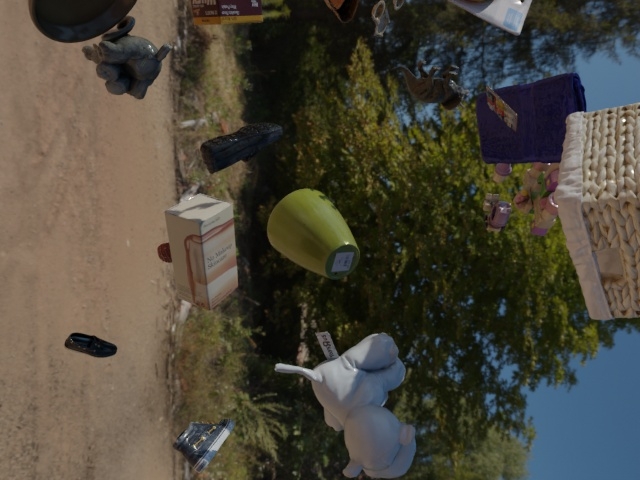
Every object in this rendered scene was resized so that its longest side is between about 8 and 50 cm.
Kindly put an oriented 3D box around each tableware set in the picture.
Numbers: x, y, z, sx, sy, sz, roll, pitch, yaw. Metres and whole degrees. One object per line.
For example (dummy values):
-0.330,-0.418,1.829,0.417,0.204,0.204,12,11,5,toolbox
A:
0.191,-0.663,1.185,0.168,0.020,0.141,-60,161,13,tableware set

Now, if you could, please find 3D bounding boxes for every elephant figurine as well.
-0.517,-0.500,1.110,0.169,0.186,0.239,-62,-139,37,elephant figurine

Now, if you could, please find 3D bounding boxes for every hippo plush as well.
0.109,0.330,0.851,0.236,0.234,0.294,44,-11,52,hippo plush

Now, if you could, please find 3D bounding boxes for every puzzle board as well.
0.422,-0.304,0.985,0.096,0.011,0.128,54,19,16,puzzle board

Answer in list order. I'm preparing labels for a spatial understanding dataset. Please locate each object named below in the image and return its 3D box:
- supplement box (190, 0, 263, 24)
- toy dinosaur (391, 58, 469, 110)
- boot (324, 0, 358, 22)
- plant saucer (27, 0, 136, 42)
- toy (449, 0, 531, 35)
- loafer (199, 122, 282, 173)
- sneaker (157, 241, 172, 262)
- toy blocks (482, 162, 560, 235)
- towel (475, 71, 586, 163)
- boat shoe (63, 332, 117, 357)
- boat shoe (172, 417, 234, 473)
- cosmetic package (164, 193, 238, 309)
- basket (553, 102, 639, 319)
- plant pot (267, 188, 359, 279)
-0.299,-0.788,1.324,0.191,0.129,0.193,-34,132,-44,supplement box
0.411,-0.563,1.547,0.120,0.314,0.160,-84,-177,-48,toy dinosaur
0.009,-0.678,1.008,0.220,0.109,0.283,62,-2,9,boot
-0.513,-0.553,0.928,0.041,0.278,0.278,50,4,-5,plant saucer
0.194,-0.394,0.572,0.056,0.238,0.136,117,-3,-76,toy
-0.189,-0.231,1.039,0.076,0.223,0.078,32,-39,40,loafer
-0.569,0.040,1.756,0.093,0.226,0.087,-44,126,-82,sneaker
0.692,-0.187,1.292,0.260,0.310,0.288,89,10,-58,toy blocks
0.591,-0.332,1.194,0.308,0.076,0.227,14,-60,60,towel
-0.616,0.283,1.141,0.042,0.133,0.048,-49,-144,25,boat shoe
-0.251,0.422,0.925,0.065,0.083,0.183,-49,177,4,boat shoe
-0.339,0.034,1.232,0.153,0.129,0.295,-44,143,-50,cosmetic package
0.638,-0.063,0.809,0.328,0.267,0.331,56,47,-29,basket
0.000,0.000,1.468,0.293,0.275,0.274,42,-35,47,plant pot
